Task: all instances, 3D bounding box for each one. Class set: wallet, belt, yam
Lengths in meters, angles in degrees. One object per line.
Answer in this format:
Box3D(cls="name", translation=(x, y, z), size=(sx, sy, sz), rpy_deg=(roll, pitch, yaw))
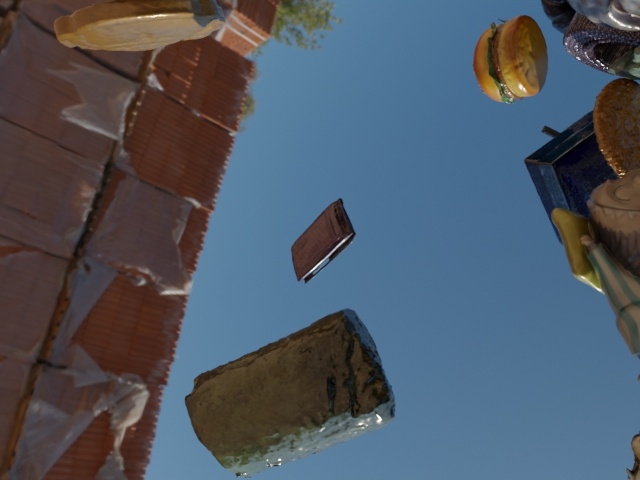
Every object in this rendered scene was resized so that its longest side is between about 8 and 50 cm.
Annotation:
Box3D(cls="wallet", translation=(-0.001, -0.001, 1.144), size=(0.166, 0.030, 0.111), rpy_deg=(-44, -137, 25))
Box3D(cls="belt", translation=(0.634, -0.401, 1.110), size=(0.325, 0.260, 0.122), rpy_deg=(-94, -153, -79))
Box3D(cls="yam", translation=(-0.036, 0.242, 0.868), size=(0.299, 0.195, 0.195), rpy_deg=(-25, -138, 10))

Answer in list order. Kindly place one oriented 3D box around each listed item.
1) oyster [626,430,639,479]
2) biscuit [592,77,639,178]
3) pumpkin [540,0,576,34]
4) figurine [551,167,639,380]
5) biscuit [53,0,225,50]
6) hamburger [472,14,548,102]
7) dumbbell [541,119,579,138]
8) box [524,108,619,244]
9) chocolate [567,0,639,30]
Box3D(cls="oyster", translation=(0.627, 0.396, 0.918), size=(0.214, 0.083, 0.223), rpy_deg=(52, -37, 38))
Box3D(cls="biscuit", translation=(0.677, -0.231, 1.185), size=(0.035, 0.253, 0.254), rpy_deg=(-24, -131, 61))
Box3D(cls="pumpkin", translation=(0.806, -0.731, 1.562), size=(0.266, 0.363, 0.363), rpy_deg=(-50, -153, -16))
Box3D(cls="figurine", translation=(0.654, 0.004, 0.951), size=(0.377, 0.266, 0.362), rpy_deg=(-44, -131, 41))
Box3D(cls="biscuit", translation=(-0.354, -0.438, 1.142), size=(0.351, 0.311, 0.057), rpy_deg=(-96, 177, -77))
Box3D(cls="hamburger", translation=(0.529, -0.511, 1.584), size=(0.169, 0.246, 0.246), rpy_deg=(-1, -113, 49))
Box3D(cls="dumbbell", translation=(0.793, -0.250, 1.603), size=(0.143, 0.325, 0.143), rpy_deg=(-59, 172, -13))
Box3D(cls="box", translation=(0.708, -0.159, 1.441), size=(0.261, 0.279, 0.116), rpy_deg=(-36, -157, -10))
Box3D(cls="chocolate", translation=(0.455, -0.406, 0.747), size=(0.303, 0.303, 0.213), rpy_deg=(-4, -127, 56))
